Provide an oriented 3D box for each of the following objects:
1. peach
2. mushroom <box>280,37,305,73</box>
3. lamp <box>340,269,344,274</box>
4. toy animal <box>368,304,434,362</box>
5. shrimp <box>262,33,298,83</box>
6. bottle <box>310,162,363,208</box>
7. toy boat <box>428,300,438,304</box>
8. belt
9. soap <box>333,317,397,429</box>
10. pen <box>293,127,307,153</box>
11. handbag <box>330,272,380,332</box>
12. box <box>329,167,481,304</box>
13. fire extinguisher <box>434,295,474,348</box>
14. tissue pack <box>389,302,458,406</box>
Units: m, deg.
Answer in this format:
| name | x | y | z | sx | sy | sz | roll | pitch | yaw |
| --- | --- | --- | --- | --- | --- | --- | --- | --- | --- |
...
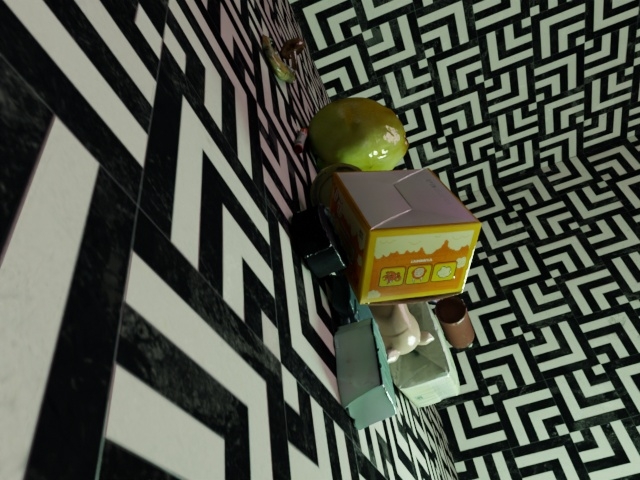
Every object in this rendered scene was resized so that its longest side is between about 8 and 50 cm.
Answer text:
| name | x | y | z | sx | sy | sz | roll | pitch | yaw |
| --- | --- | --- | --- | --- | --- | --- | --- | --- | --- |
| peach | 0.122 | -0.334 | 1.804 | 0.281 | 0.316 | 0.314 | 82 | -9 | -47 |
| mushroom | -0.106 | -0.649 | 1.856 | 0.088 | 0.073 | 0.129 | -37 | 149 | -59 |
| lamp | 0.131 | 0.057 | 1.494 | 0.161 | 0.162 | 0.185 | -99 | 168 | -46 |
| toy animal | 0.213 | 0.228 | 1.606 | 0.250 | 0.167 | 0.154 | 62 | 0 | 9 |
| shrimp | -0.126 | -0.550 | 1.609 | 0.150 | 0.051 | 0.217 | 64 | 13 | 6 |
| bottle | 0.086 | -0.118 | 1.551 | 0.351 | 0.172 | 0.171 | 2 | 69 | -79 |
| toy boat | 0.272 | 0.116 | 1.921 | 0.080 | 0.136 | 0.392 | 15 | 19 | -47 |
| belt | 0.000 | 0.000 | 1.131 | 0.198 | 0.078 | 0.151 | 31 | 37 | -74 |
| soap | 0.095 | 0.272 | 1.091 | 0.230 | 0.092 | 0.145 | -97 | 164 | -55 |
| pen | -0.057 | -0.291 | 1.531 | 0.239 | 0.028 | 0.028 | -85 | 154 | -66 |
| handbag | 0.088 | 0.195 | 1.282 | 0.179 | 0.062 | 0.229 | -90 | 158 | -62 |
| box | 0.177 | -0.018 | 1.246 | 0.283 | 0.260 | 0.213 | -115 | -156 | -55 |
| fire extinguisher | 0.471 | 0.299 | 1.883 | 0.147 | 0.106 | 0.337 | 42 | -9 | 36 |
| tissue pack | 0.348 | 0.401 | 1.866 | 0.380 | 0.207 | 0.296 | 54 | 19 | -57 |
